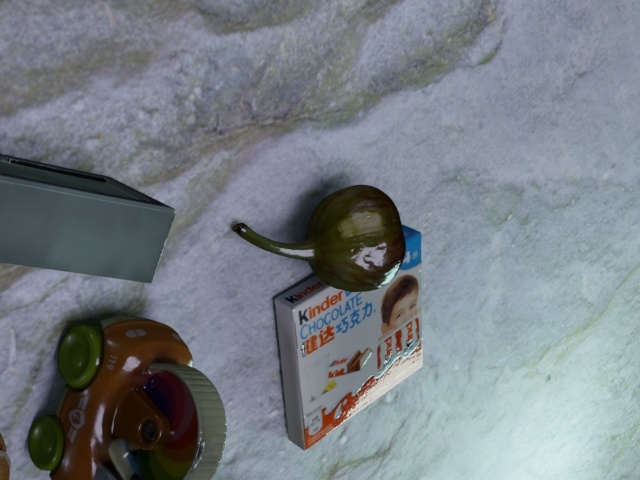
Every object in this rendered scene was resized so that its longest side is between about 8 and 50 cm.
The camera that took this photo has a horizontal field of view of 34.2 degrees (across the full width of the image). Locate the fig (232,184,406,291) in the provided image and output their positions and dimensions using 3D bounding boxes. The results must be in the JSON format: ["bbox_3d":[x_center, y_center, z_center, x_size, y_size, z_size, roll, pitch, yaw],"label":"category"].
[{"bbox_3d":[0.000,0.000,1.390,0.245,0.149,0.149,-4,112,-34],"label":"fig"}]

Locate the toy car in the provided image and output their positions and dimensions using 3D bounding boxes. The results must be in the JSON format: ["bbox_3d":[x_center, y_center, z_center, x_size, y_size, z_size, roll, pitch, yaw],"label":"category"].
[{"bbox_3d":[-0.204,0.216,1.196,0.145,0.235,0.235,13,99,-50],"label":"toy car"}]

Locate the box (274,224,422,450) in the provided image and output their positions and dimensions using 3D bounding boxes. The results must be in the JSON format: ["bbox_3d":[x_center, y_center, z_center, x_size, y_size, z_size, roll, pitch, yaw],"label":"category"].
[{"bbox_3d":[0.052,0.144,1.572,0.273,0.048,0.265,-30,129,-34],"label":"box"}]

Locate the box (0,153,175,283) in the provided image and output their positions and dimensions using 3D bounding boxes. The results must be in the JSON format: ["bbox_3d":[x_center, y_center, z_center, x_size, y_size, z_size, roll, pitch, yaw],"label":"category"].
[{"bbox_3d":[-0.279,-0.029,1.054,0.225,0.129,0.086,11,101,-50],"label":"box"}]

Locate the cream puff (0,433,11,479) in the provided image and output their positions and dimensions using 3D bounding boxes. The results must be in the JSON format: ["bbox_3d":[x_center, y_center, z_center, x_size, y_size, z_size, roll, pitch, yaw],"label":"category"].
[{"bbox_3d":[-0.403,0.243,1.071,0.165,0.115,0.150,-18,129,-53],"label":"cream puff"}]
